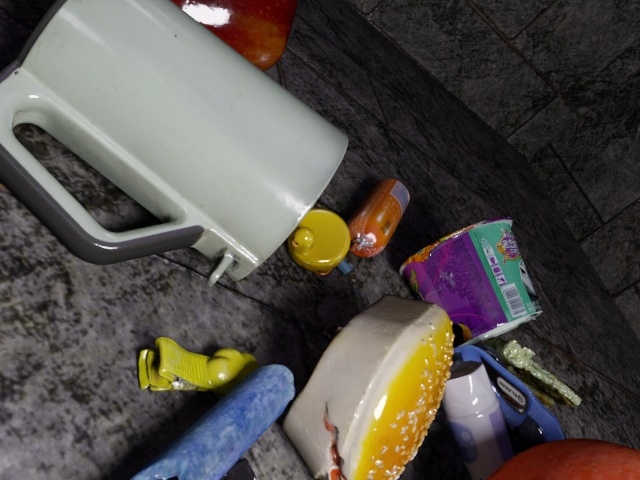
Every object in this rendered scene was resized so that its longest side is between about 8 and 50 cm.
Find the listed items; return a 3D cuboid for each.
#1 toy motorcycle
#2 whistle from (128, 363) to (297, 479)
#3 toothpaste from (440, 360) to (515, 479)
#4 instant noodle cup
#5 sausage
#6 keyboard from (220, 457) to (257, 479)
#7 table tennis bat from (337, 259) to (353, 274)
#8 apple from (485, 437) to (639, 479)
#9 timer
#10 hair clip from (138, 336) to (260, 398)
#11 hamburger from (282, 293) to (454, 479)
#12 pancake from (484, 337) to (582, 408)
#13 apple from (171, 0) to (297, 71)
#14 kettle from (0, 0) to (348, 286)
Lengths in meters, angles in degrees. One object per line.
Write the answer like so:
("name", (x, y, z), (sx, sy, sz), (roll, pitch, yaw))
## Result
("toy motorcycle", (0.310, 0.326, 1.075), (0.359, 0.125, 0.212), (41, 36, -10))
("whistle", (-0.119, 0.208, 0.606), (0.062, 0.062, 0.304), (50, 32, 4))
("toothpaste", (0.263, 0.359, 0.921), (0.125, 0.080, 0.370), (-26, 95, -64))
("instant noodle cup", (0.304, 0.095, 1.250), (0.251, 0.251, 0.190), (4, 58, -55))
("sausage", (0.112, -0.041, 1.293), (0.093, 0.093, 0.312), (46, 26, -5))
("keyboard", (-0.044, 0.339, 0.625), (0.087, 0.017, 0.250), (0, 53, -55))
("table tennis bat", (0.000, 0.000, 1.148), (0.155, 0.019, 0.100), (49, 25, 7))
("apple", (0.328, 0.403, 0.713), (0.364, 0.364, 0.363), (36, 29, -24))
("timer", (-0.004, -0.004, 1.044), (0.107, 0.109, 0.107), (3, 65, -7))
("hair clip", (-0.123, 0.150, 0.728), (0.173, 0.046, 0.072), (26, 38, -41))
("hamburger", (0.080, 0.186, 0.797), (0.152, 0.227, 0.295), (32, 24, 21))
("pancake", (0.412, 0.278, 1.252), (0.197, 0.054, 0.376), (24, -14, 42))
("apple", (-0.203, -0.422, 1.120), (0.317, 0.288, 0.288), (3, 50, -38))
("kettle", (-0.204, -0.118, 0.809), (0.377, 0.250, 0.361), (38, 56, -14))
